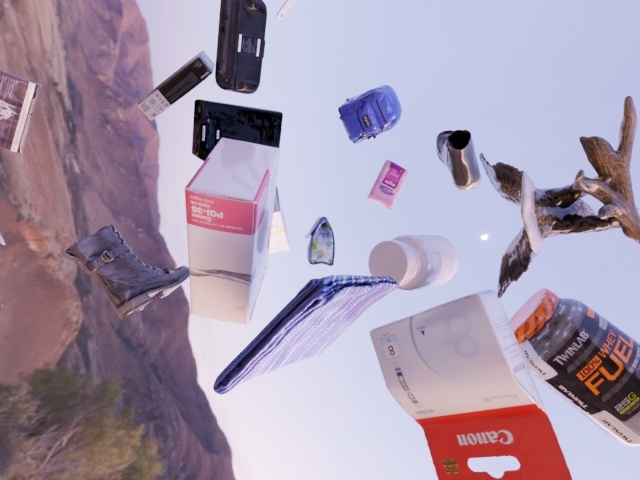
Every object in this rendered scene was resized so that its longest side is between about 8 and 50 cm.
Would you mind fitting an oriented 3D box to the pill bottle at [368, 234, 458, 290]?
[{"bbox_3d":[0.218,0.050,0.992,0.131,0.229,0.131,0,-89,41],"label":"pill bottle"}]

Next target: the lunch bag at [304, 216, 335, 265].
[{"bbox_3d":[0.000,0.000,1.323,0.129,0.096,0.151,-161,-104,-84],"label":"lunch bag"}]

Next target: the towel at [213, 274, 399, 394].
[{"bbox_3d":[-0.001,0.148,0.708,0.243,0.336,0.040,-46,-112,16],"label":"towel"}]

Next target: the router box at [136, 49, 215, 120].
[{"bbox_3d":[-0.326,-0.357,0.965,0.046,0.179,0.133,51,11,-30],"label":"router box"}]

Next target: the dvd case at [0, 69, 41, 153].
[{"bbox_3d":[-0.739,-0.296,0.890,0.018,0.221,0.164,40,-70,50],"label":"dvd case"}]

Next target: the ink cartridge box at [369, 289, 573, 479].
[{"bbox_3d":[0.291,0.333,0.896,0.308,0.091,0.384,-32,-113,42],"label":"ink cartridge box"}]

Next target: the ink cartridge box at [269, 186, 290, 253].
[{"bbox_3d":[-0.174,-0.045,1.144,0.212,0.154,0.093,85,-5,-59],"label":"ink cartridge box"}]

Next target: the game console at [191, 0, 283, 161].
[{"bbox_3d":[-0.170,-0.347,0.938,0.044,0.213,0.361,24,-68,43],"label":"game console"}]

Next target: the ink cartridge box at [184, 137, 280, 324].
[{"bbox_3d":[-0.160,-0.015,0.788,0.207,0.117,0.283,-81,-178,-54],"label":"ink cartridge box"}]

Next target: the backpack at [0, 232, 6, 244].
[{"bbox_3d":[-0.660,-0.019,0.647,0.273,0.290,0.355,-129,-138,-76],"label":"backpack"}]

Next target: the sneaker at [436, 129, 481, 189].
[{"bbox_3d":[0.319,-0.228,0.985,0.222,0.083,0.118,-96,164,-48],"label":"sneaker"}]

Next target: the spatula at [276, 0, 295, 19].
[{"bbox_3d":[-0.055,-0.607,0.889,0.019,0.168,0.242,35,-90,42],"label":"spatula"}]

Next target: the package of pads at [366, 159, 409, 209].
[{"bbox_3d":[0.127,-0.104,0.792,0.083,0.050,0.032,-63,-175,-2],"label":"package of pads"}]

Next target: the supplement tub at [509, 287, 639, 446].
[{"bbox_3d":[0.614,0.278,0.975,0.338,0.207,0.207,39,-38,15],"label":"supplement tub"}]

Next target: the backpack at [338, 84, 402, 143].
[{"bbox_3d":[0.110,-0.266,0.902,0.120,0.101,0.098,-15,-60,30],"label":"backpack"}]

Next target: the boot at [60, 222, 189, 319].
[{"bbox_3d":[-0.473,0.053,1.071,0.091,0.263,0.229,-36,-90,34],"label":"boot"}]

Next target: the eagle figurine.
[{"bbox_3d":[0.338,-0.036,0.649,0.225,0.226,0.298,41,-16,-9],"label":"eagle figurine"}]
